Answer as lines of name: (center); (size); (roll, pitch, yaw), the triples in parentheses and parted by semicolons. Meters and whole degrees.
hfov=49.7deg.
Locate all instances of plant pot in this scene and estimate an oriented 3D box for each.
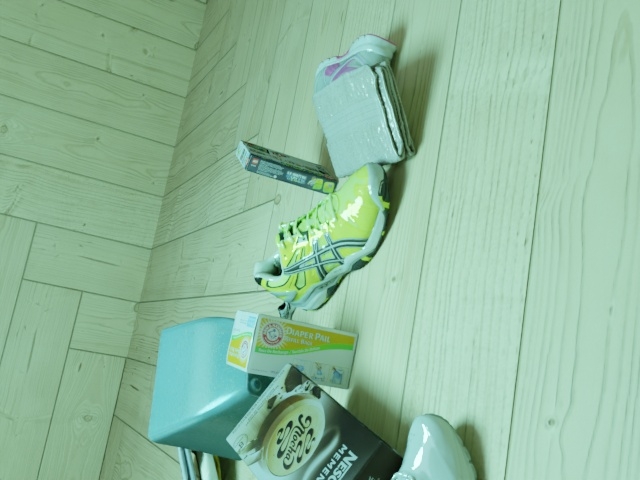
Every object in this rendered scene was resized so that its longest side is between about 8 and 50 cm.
plant pot: (-0.170, 0.292, 1.430); (0.252, 0.248, 0.247); (-27, 50, 39)

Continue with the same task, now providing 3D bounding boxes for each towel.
towel: (0.072, -0.223, 1.326); (0.282, 0.049, 0.187); (-9, 98, 65)

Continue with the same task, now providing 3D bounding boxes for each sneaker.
sneaker: (-0.082, 0.162, 1.546); (0.032, 0.037, 0.083); (47, 121, 60)
sneaker: (0.058, -0.328, 1.447); (0.252, 0.103, 0.111); (-25, 53, 61)
sneaker: (0.117, 0.369, 0.878); (0.111, 0.129, 0.297); (-26, 52, 62)
sneaker: (0.000, 0.000, 1.327); (0.385, 0.147, 0.145); (-55, 29, 36)

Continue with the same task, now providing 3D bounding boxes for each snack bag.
snack bag: (-0.341, 0.501, 1.699); (0.342, 0.037, 0.323); (-141, 41, -68)

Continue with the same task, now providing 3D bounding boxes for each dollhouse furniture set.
dollhouse furniture set: (-0.246, 0.471, 1.690); (0.197, 0.151, 0.302); (107, 149, -62)

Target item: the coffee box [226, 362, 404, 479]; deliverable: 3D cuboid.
coffee box: (-0.002, 0.332, 1.059); (0.168, 0.119, 0.297); (-51, 31, -10)

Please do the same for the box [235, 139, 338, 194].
box: (-0.074, -0.158, 1.504); (0.036, 0.207, 0.114); (-67, 25, 17)

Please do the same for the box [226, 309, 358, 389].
box: (-0.052, 0.197, 1.253); (0.114, 0.203, 0.103); (-5, 72, 65)
